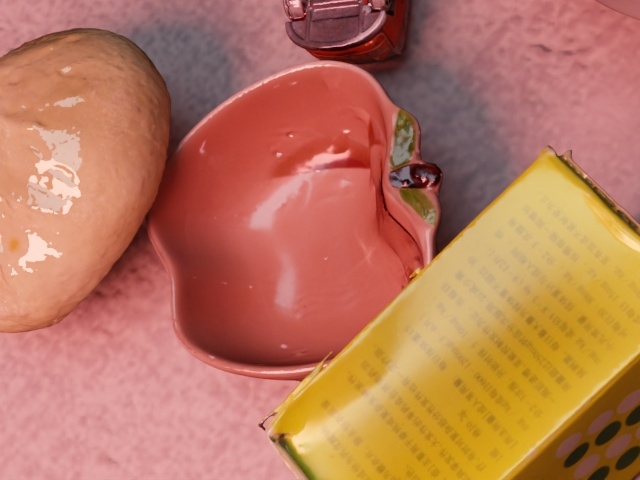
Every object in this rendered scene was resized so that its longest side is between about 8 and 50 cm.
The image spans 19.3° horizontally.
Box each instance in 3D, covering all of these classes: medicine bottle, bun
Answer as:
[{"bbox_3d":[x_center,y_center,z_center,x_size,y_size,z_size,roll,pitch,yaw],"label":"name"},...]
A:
[{"bbox_3d":[0.110,0.092,1.101,0.250,0.137,0.141,-44,62,1],"label":"medicine bottle"},{"bbox_3d":[-0.199,-0.048,1.246,0.222,0.127,0.222,-37,37,34],"label":"bun"}]

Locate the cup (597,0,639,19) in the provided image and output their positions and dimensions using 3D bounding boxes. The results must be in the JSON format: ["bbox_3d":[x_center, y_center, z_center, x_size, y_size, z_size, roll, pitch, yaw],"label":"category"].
[{"bbox_3d":[0.246,-0.268,1.158,0.347,0.163,0.347,-10,63,19],"label":"cup"}]

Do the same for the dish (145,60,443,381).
[{"bbox_3d":[0.000,0.000,1.207,0.213,0.090,0.213,-8,69,22],"label":"dish"}]

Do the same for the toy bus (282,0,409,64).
[{"bbox_3d":[0.025,-0.198,1.275,0.079,0.077,0.174,-3,70,21],"label":"toy bus"}]
